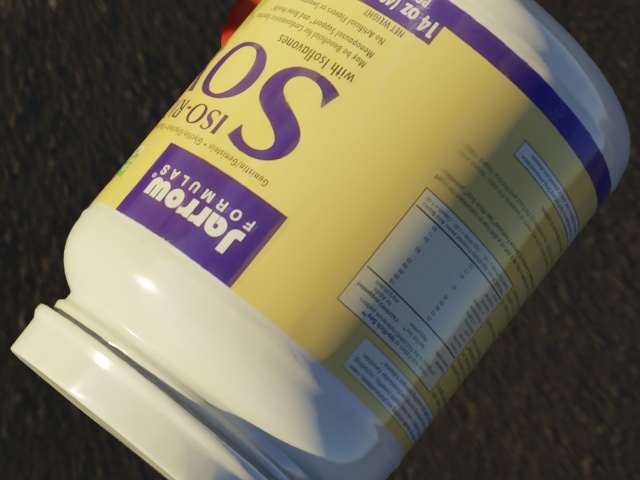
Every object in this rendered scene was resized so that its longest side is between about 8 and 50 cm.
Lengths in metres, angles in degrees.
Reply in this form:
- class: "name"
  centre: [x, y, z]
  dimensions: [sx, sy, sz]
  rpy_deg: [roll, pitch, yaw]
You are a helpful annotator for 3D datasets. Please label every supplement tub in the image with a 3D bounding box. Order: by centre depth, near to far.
- class: "supplement tub"
  centre: [0.000, 0.000, 1.128]
  dimensions: [0.241, 0.241, 0.331]
  rpy_deg: [43, 79, -22]

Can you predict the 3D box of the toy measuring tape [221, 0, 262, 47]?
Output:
- class: "toy measuring tape"
  centre: [-0.014, -0.110, 1.532]
  dimensions: [0.121, 0.330, 0.121]
  rpy_deg: [-7, 141, -5]
